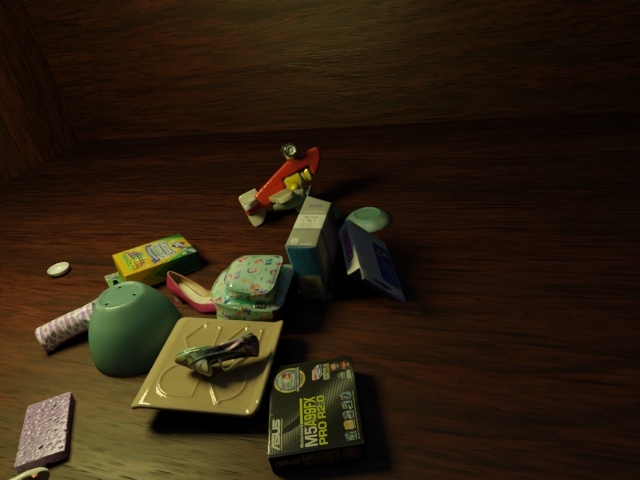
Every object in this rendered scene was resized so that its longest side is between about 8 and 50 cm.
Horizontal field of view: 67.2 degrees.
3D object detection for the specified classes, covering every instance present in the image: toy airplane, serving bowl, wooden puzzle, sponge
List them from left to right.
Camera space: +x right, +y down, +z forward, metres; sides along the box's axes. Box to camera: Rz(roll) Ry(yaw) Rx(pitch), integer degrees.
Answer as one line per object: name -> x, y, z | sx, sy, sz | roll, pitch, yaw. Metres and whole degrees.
sponge -> -0.714, 0.494, 1.256 | 0.117, 0.031, 0.210 | -18, 31, -13
serving bowl -> -1.075, 0.124, 1.984 | 0.083, 0.027, 0.083 | -8, 31, 5
wooden puzzle -> -0.290, 0.346, 1.318 | 0.348, 0.080, 0.322 | -2, 33, 11
toy airplane -> -0.157, -0.200, 2.076 | 0.384, 0.272, 0.386 | -35, 21, 42

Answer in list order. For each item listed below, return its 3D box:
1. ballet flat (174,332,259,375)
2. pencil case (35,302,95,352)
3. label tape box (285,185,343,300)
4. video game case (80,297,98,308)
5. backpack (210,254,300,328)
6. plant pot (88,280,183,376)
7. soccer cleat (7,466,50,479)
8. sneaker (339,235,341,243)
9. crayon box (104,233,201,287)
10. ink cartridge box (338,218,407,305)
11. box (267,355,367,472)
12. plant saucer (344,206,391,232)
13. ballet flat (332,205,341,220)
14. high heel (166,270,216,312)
ballet flat -> -0.265, 0.304, 1.247 | 0.222, 0.077, 0.079 | -14, 59, -8
pencil case -> -0.814, 0.282, 1.567 | 0.206, 0.086, 0.088 | -28, 70, -9
label tape box -> 0.000, 0.000, 1.621 | 0.106, 0.240, 0.333 | -1, 40, 17
video game case -> -0.736, 0.242, 1.692 | 0.201, 0.023, 0.183 | 16, 39, 38
backpack -> -0.214, 0.162, 1.514 | 0.254, 0.191, 0.225 | -3, 35, 15
plant pot -> -0.581, 0.242, 1.477 | 0.290, 0.195, 0.290 | -7, 31, 4
soccer cleat -> -0.721, 0.575, 1.092 | 0.196, 0.068, 0.076 | -31, 33, -26
sneaker -> 0.003, -0.013, 1.863 | 0.076, 0.065, 0.166 | -36, 37, -28
crayon box -> -0.650, 0.089, 1.839 | 0.323, 0.083, 0.203 | -22, 32, -27
ink cartridge box -> 0.162, 0.076, 1.566 | 0.069, 0.176, 0.371 | -51, 22, 20
box -> -0.013, 0.408, 1.163 | 0.216, 0.060, 0.270 | -8, 30, 2
plant saucer -> 0.190, -0.095, 1.967 | 0.195, 0.037, 0.195 | -8, 31, 5
ballet flat -> -0.009, -0.098, 1.928 | 0.087, 0.083, 0.247 | -26, -11, 29
high heel -> -0.416, 0.169, 1.625 | 0.244, 0.117, 0.082 | 11, 36, 32
